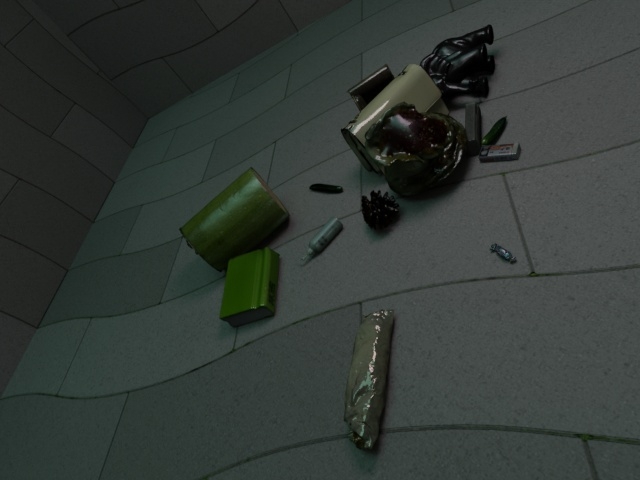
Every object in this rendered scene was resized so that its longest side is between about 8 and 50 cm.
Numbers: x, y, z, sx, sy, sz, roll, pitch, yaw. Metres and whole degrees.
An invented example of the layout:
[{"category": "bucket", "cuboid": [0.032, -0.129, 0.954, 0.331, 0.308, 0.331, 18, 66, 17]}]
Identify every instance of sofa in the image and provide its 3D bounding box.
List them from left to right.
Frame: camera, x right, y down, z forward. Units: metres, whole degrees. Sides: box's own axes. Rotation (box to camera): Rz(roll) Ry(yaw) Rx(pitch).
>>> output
[{"category": "sofa", "cuboid": [0.250, -0.540, 1.817, 0.200, 0.258, 0.182, -32, 26, 9]}]

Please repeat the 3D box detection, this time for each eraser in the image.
[{"category": "eraser", "cuboid": [-0.256, 0.166, 1.694, 0.210, 0.092, 0.274, -19, 45, 24]}, {"category": "eraser", "cuboid": [0.578, -0.284, 1.482, 0.122, 0.029, 0.052, 3, 56, 40]}]

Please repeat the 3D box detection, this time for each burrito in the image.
[{"category": "burrito", "cuboid": [0.126, 0.353, 1.221, 0.117, 0.076, 0.392, -18, 42, 35]}]

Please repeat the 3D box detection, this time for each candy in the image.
[{"category": "candy", "cuboid": [0.497, 0.034, 1.256, 0.030, 0.020, 0.083, -40, 41, 2]}]

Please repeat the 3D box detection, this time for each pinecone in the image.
[{"category": "pinecone", "cuboid": [0.200, -0.106, 1.548, 0.120, 0.140, 0.140, -15, 37, -13]}]

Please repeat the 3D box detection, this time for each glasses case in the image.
[{"category": "glasses case", "cuboid": [0.530, -0.387, 1.587, 0.047, 0.071, 0.205, -8, 48, 29]}]

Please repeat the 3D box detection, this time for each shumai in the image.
[{"category": "shumai", "cuboid": [0.299, -0.344, 1.515, 0.330, 0.288, 0.292, -60, 23, -15]}]

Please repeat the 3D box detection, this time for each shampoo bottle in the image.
[{"category": "shampoo bottle", "cuboid": [0.000, 0.000, 1.668, 0.195, 0.056, 0.056, -49, 39, -8]}]

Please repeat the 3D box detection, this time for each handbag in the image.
[{"category": "handbag", "cuboid": [0.276, -0.443, 1.698, 0.358, 0.237, 0.160, -45, 27, -5]}]

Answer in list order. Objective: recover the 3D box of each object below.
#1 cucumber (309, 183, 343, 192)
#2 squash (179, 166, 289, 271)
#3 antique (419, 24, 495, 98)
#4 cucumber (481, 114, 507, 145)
[{"category": "cucumber", "cuboid": [0.019, -0.215, 1.869, 0.184, 0.036, 0.033, 14, 71, 44]}, {"category": "squash", "cuboid": [-0.343, -0.074, 1.857, 0.384, 0.263, 0.263, -39, 39, 2]}, {"category": "antique", "cuboid": [0.524, -0.665, 1.772, 0.255, 0.185, 0.322, 1, 54, 31]}, {"category": "cucumber", "cuboid": [0.589, -0.367, 1.544, 0.155, 0.037, 0.037, -48, 39, -19]}]
